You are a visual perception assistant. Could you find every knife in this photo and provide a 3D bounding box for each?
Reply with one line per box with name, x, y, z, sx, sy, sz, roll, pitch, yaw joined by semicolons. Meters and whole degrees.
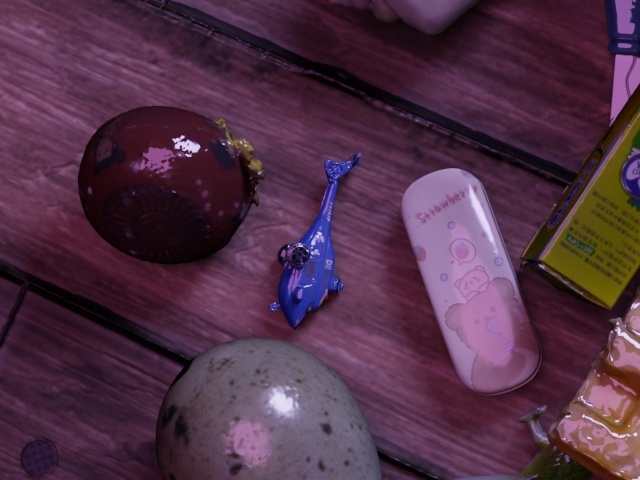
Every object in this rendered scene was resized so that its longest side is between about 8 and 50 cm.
knife;0.277;-0.145;1.668;0.058;0.032;0.244;0;85;3

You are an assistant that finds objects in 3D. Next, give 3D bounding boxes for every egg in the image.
egg;-0.037;0.188;1.607;0.177;0.177;0.228;-42;88;3

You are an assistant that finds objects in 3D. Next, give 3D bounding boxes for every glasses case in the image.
glasses case;0.131;0.036;1.656;0.081;0.051;0.204;-22;77;10

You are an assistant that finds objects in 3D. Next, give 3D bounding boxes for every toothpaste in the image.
toothpaste;0.293;-0.094;1.604;0.077;0.110;0.327;34;89;-4

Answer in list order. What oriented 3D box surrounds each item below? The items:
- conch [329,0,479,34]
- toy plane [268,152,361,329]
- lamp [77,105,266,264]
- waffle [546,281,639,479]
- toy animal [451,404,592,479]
conch;0.117;-0.267;1.692;0.255;0.127;0.158;-20;63;-16
toy plane;0.000;0.000;1.697;0.062;0.054;0.167;16;85;-10
lamp;-0.137;-0.056;1.694;0.157;0.156;0.135;22;42;-15
waffle;0.389;0.105;1.553;0.304;0.077;0.348;33;81;13
toy animal;0.170;0.183;1.630;0.217;0.041;0.075;-11;86;15
